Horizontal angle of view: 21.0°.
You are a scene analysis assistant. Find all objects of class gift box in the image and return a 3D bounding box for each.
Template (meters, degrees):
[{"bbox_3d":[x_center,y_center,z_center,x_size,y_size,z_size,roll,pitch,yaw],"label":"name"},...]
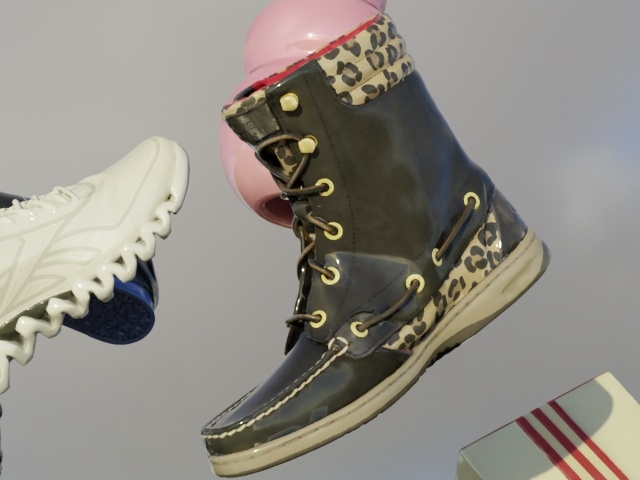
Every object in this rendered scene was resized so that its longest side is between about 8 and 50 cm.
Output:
[{"bbox_3d":[0.299,0.332,1.940,0.255,0.258,0.276,-28,-34,-17],"label":"gift box"}]

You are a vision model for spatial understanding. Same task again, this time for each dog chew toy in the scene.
[{"bbox_3d":[0.001,-0.182,1.909,0.206,0.332,0.207,6,-22,3],"label":"dog chew toy"}]

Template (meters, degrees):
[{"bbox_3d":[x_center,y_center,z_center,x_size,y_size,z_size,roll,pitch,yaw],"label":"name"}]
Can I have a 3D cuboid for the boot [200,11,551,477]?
[{"bbox_3d":[0.000,0.000,1.484,0.377,0.284,0.138,-34,11,-23],"label":"boot"}]

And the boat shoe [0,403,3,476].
[{"bbox_3d":[-0.585,0.274,2.315,0.340,0.127,0.158,-10,-47,-33],"label":"boat shoe"}]

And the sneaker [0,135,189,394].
[{"bbox_3d":[-0.221,0.012,1.304,0.292,0.118,0.110,-43,20,-12],"label":"sneaker"}]

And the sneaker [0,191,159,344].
[{"bbox_3d":[-0.236,0.003,1.407,0.232,0.090,0.081,30,-62,-22],"label":"sneaker"}]
